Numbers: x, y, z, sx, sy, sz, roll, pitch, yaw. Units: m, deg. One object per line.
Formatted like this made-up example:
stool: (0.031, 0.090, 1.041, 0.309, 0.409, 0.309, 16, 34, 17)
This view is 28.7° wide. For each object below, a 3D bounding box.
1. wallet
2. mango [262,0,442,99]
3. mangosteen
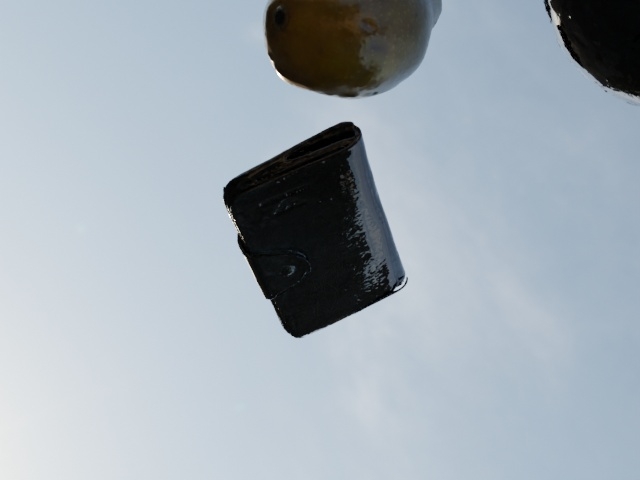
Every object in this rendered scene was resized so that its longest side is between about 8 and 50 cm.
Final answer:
wallet: (0.000, 0.000, 1.415, 0.045, 0.172, 0.318, 60, -5, 34)
mango: (0.051, -0.277, 1.481, 0.175, 0.329, 0.176, -9, -62, 32)
mangosteen: (0.260, -0.214, 0.923, 0.211, 0.211, 0.250, 93, -10, -46)
